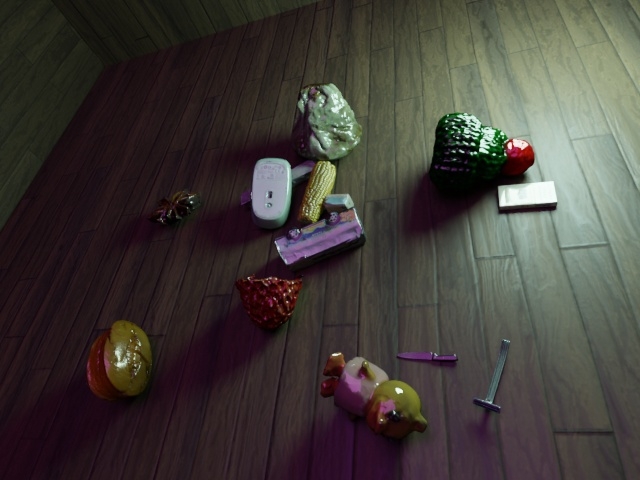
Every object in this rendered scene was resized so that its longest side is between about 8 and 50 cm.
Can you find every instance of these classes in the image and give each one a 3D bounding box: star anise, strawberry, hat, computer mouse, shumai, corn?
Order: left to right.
[{"bbox_3d":[-0.644,-0.143,1.903,0.220,0.098,0.214,3,43,31],"label":"star anise"},{"bbox_3d":[-0.166,0.203,1.417,0.234,0.234,0.177,-4,83,20],"label":"strawberry"},{"bbox_3d":[-0.195,-0.185,1.705,0.160,0.097,0.288,1,75,3],"label":"computer mouse"},{"bbox_3d":[-0.007,-0.195,1.664,0.102,0.101,0.310,1,56,24],"label":"corn"},{"bbox_3d":[0.003,-0.502,1.758,0.310,0.263,0.304,-14,38,4],"label":"shumai"},{"bbox_3d":[0.542,-0.293,1.430,0.333,0.242,0.273,8,71,13],"label":"hat"}]

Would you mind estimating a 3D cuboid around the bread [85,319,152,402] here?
[{"bbox_3d":[-0.669,0.403,1.443,0.143,0.195,0.269,-31,46,12],"label":"bread"}]

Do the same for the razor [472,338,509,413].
[{"bbox_3d":[0.456,0.346,1.108,0.068,0.037,0.191,11,58,34],"label":"razor"}]

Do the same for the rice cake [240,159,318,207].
[{"bbox_3d":[-0.166,-0.234,1.787,0.365,0.056,0.072,-28,56,1],"label":"rice cake"}]

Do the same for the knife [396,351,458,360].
[{"bbox_3d":[0.299,0.326,1.207,0.170,0.010,0.023,-4,55,22],"label":"knife"}]

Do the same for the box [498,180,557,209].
[{"bbox_3d":[0.668,-0.145,1.389,0.167,0.024,0.089,-3,54,21],"label":"box"}]

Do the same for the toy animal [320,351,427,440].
[{"bbox_3d":[0.144,0.414,1.119,0.169,0.195,0.281,-14,31,-42],"label":"toy animal"}]

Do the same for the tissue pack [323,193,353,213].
[{"bbox_3d":[0.067,-0.136,1.606,0.095,0.074,0.058,2,59,27],"label":"tissue pack"}]

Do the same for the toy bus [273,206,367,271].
[{"bbox_3d":[0.000,0.000,1.518,0.317,0.112,0.137,-24,60,6],"label":"toy bus"}]
